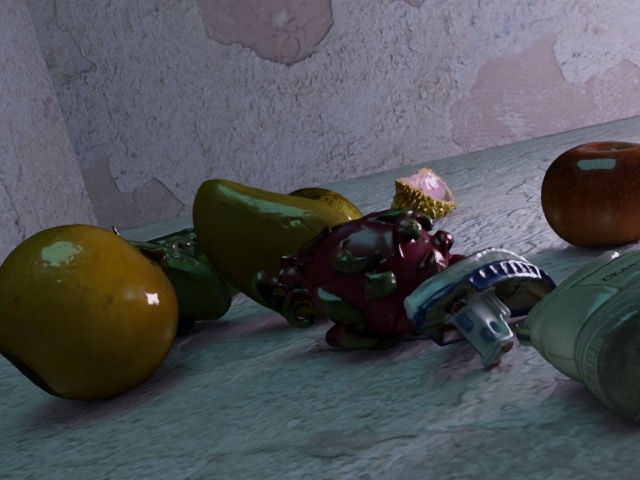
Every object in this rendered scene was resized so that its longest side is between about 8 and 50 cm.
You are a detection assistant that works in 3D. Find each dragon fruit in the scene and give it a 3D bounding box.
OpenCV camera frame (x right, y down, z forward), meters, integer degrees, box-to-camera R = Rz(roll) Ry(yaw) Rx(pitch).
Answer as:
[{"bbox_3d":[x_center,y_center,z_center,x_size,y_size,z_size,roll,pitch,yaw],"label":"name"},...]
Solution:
[{"bbox_3d":[0.061,0.056,1.146,0.198,0.218,0.273,32,-28,-33],"label":"dragon fruit"}]

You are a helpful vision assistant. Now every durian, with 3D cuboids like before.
[{"bbox_3d":[0.233,-0.102,1.917,0.165,0.132,0.182,-8,6,-3],"label":"durian"}]

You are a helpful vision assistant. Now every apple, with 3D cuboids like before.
[{"bbox_3d":[0.452,-0.070,1.318,0.201,0.162,0.201,-4,14,1],"label":"apple"}]

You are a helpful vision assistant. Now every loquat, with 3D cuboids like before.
[{"bbox_3d":[-0.340,0.103,1.236,0.275,0.274,0.275,-15,9,3],"label":"loquat"}]

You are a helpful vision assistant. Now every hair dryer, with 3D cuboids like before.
[{"bbox_3d":[-0.270,0.166,1.497,0.079,0.031,0.083,-32,3,-32],"label":"hair dryer"}]

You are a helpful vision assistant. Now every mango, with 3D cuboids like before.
[{"bbox_3d":[-0.068,0.019,1.362,0.332,0.195,0.142,15,14,23],"label":"mango"}]

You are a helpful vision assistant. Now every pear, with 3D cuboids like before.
[{"bbox_3d":[0.000,0.000,1.518,0.197,0.197,0.197,-15,9,3],"label":"pear"}]

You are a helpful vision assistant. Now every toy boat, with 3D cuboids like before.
[{"bbox_3d":[0.208,0.083,0.998,0.262,0.115,0.114,-15,-36,-47],"label":"toy boat"}]

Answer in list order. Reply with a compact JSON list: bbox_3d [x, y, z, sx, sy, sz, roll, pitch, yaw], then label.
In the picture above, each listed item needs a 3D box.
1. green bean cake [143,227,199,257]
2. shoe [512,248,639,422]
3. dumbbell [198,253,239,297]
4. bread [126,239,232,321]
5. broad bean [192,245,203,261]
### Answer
[{"bbox_3d":[-0.333,0.040,2.010,0.255,0.132,0.241,-22,8,-35],"label":"green bean cake"},{"bbox_3d":[0.358,0.049,0.829,0.342,0.132,0.210,-22,14,-16],"label":"shoe"},{"bbox_3d":[-0.141,0.026,1.779,0.121,0.108,0.302,25,25,18],"label":"dumbbell"},{"bbox_3d":[-0.302,0.078,1.462,0.302,0.045,0.301,7,-29,4],"label":"bread"},{"bbox_3d":[-0.255,0.040,1.808,0.256,0.052,0.053,-51,30,6],"label":"broad bean"}]
